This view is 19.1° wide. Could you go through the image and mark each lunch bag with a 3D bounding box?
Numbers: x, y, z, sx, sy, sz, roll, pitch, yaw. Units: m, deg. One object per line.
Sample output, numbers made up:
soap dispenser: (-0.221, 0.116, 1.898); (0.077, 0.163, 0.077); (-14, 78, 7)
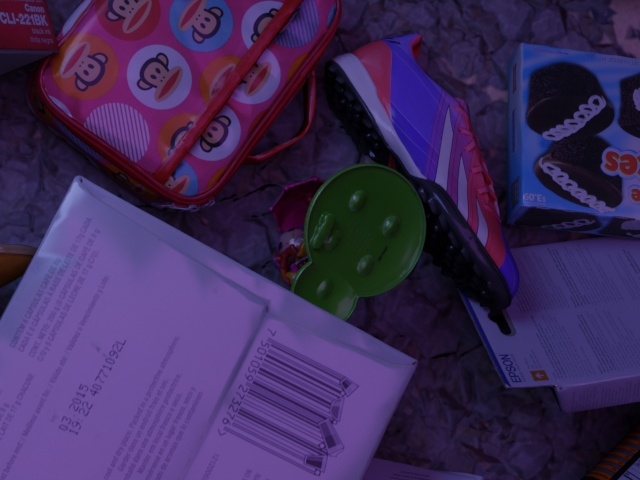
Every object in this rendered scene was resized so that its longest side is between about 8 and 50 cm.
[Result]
lunch bag: (-0.122, -0.177, 1.903); (0.258, 0.120, 0.293); (37, 77, -10)

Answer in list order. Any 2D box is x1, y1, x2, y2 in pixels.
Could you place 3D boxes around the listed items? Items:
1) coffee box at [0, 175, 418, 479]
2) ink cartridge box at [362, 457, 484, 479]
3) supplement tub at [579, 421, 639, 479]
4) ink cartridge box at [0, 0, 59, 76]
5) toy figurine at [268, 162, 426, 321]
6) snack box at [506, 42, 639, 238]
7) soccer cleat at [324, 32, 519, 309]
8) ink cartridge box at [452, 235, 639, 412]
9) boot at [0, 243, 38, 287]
coffee box: (-0.157, 0.187, 1.735); (0.338, 0.334, 0.338); (28, 80, -5)
ink cartridge box: (0.089, 0.400, 1.737); (0.130, 0.309, 0.272); (6, 51, 31)
supplement tub: (0.388, 0.259, 1.901); (0.338, 0.207, 0.207); (-42, 92, -12)
ink cartridge box: (-0.387, -0.279, 1.812); (0.197, 0.114, 0.273); (-17, 87, 28)
toy figurine: (0.000, 0.000, 1.881); (0.130, 0.159, 0.173); (35, 81, -25)
snack box: (0.356, -0.093, 1.992); (0.322, 0.060, 0.187); (6, 69, -11)
soccer cleat: (0.125, -0.076, 1.906); (0.116, 0.108, 0.318); (-27, 67, -15)
ink cartridge box: (0.255, 0.082, 1.907); (0.224, 0.223, 0.045); (-6, 127, -12)
boot: (-0.387, 0.126, 1.790); (0.295, 0.104, 0.211); (-13, 78, 11)
